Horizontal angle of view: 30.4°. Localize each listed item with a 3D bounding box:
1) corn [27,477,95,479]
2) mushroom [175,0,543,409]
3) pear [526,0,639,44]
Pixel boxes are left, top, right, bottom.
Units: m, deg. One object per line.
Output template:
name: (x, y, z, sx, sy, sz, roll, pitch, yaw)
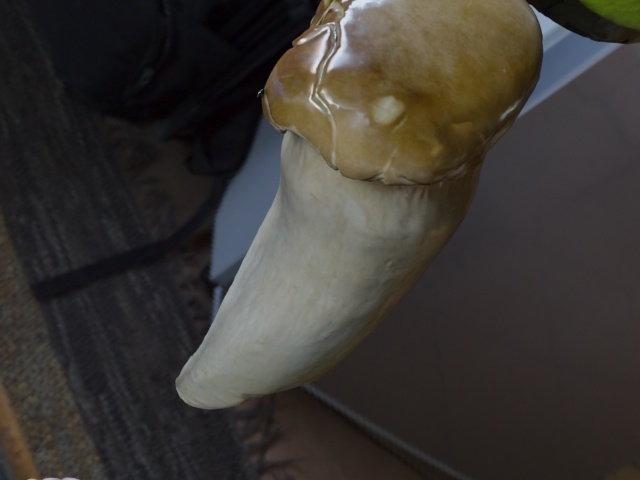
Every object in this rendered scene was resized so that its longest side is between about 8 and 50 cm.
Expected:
corn: (-0.022, 0.172, 0.561, 0.281, 0.092, 0.092, 14, 39, 2)
mushroom: (0.000, 0.000, 0.391, 0.071, 0.209, 0.084, 32, 49, 3)
pear: (0.270, -0.341, 0.798, 0.399, 0.165, 0.398, -2, 94, -26)
